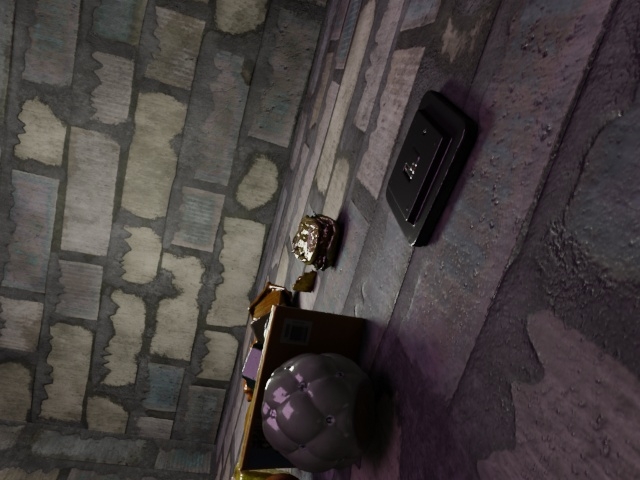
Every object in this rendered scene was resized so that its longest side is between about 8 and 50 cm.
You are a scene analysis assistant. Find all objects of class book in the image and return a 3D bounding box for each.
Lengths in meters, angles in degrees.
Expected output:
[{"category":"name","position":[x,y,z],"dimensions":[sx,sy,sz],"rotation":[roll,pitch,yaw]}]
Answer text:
[{"category":"book","position":[-0.036,0.350,1.201],"dimensions":[0.028,0.262,0.374],"rotation":[8,85,56]}]

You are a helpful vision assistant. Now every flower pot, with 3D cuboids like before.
[{"category":"flower pot","position":[0.003,0.353,1.059],"dimensions":[0.246,0.195,0.246],"rotation":[-2,-90,-65]}]

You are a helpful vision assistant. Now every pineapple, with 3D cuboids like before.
[{"category":"pineapple","position":[-0.054,0.162,1.921],"dimensions":[0.114,0.077,0.114],"rotation":[-44,-1,-5]}]

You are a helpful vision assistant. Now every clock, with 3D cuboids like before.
[{"category":"clock","position":[0.211,-0.158,1.068],"dimensions":[0.279,0.049,0.273],"rotation":[-102,28,-60]}]

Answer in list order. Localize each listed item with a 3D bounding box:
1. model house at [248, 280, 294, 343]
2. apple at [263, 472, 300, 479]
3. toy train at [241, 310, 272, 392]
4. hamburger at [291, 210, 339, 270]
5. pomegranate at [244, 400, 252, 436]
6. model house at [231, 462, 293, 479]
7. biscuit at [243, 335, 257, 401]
[{"category":"model house","position":[-0.194,0.313,2.149],"dimensions":[0.229,0.219,0.199],"rotation":[-88,-25,-58]},{"category":"apple","position":[-0.103,0.704,1.307],"dimensions":[0.174,0.188,0.188],"rotation":[-57,22,30]},{"category":"toy train","position":[-0.056,0.313,1.322],"dimensions":[0.166,0.299,0.238],"rotation":[11,76,35]},{"category":"hamburger","position":[0.000,0.000,1.726],"dimensions":[0.206,0.130,0.183],"rotation":[31,111,57]},{"category":"pomegranate","position":[-0.113,0.531,1.458],"dimensions":[0.233,0.233,0.233],"rotation":[-168,90,-77]},{"category":"model house","position":[-0.179,0.780,1.562],"dimensions":[0.234,0.193,0.175],"rotation":[-108,32,-71]},{"category":"biscuit","position":[-0.284,0.554,2.392],"dimensions":[0.318,0.110,0.312],"rotation":[-93,19,-56]}]
